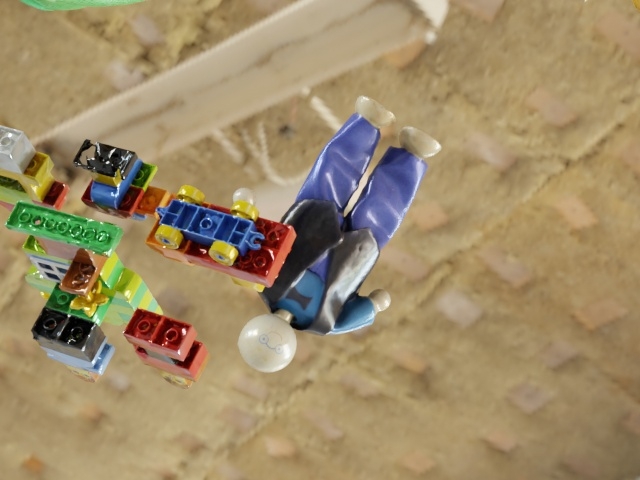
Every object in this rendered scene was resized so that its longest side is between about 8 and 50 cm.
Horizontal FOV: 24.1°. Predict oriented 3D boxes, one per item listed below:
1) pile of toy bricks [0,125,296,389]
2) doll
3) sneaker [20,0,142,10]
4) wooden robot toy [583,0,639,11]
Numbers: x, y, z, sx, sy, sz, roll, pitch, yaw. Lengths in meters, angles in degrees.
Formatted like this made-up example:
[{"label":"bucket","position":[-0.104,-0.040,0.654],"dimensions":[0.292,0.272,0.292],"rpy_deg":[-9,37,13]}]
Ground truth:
[{"label":"pile of toy bricks","position":[-0.117,0.020,0.790],"dimensions":[0.212,0.118,0.105],"rpy_deg":[16,-26,23]},{"label":"doll","position":[0.000,0.000,0.977],"dimensions":[0.129,0.189,0.046],"rpy_deg":[32,-11,-16]},{"label":"sneaker","position":[-0.083,-0.134,0.584],"dimensions":[0.109,0.295,0.123],"rpy_deg":[31,-71,-13]},{"label":"wooden robot toy","position":[0.118,-0.090,0.414],"dimensions":[0.079,0.173,0.076],"rpy_deg":[125,-56,-72]}]
